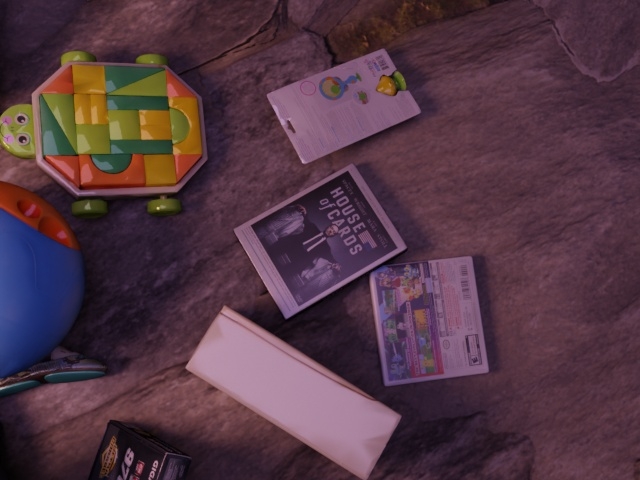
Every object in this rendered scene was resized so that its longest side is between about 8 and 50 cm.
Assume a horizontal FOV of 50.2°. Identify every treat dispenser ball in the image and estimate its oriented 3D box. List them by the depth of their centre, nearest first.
[{"bbox_3d":[-0.484,0.055,0.968,0.288,0.288,0.288,1,82,-6],"label":"treat dispenser ball"}]

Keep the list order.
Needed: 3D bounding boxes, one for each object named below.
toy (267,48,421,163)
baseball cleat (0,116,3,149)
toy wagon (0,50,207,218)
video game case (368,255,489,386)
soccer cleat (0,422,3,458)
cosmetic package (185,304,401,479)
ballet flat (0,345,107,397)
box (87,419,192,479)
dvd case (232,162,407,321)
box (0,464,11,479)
[{"bbox_3d":[0.040,-0.228,1.184,0.237,0.056,0.137,-26,82,-14],"label":"toy"},{"bbox_3d":[-0.565,-0.198,1.108,0.205,0.072,0.110,-7,76,-11],"label":"baseball cleat"},{"bbox_3d":[-0.358,-0.171,1.096,0.344,0.068,0.267,-4,81,-23],"label":"toy wagon"},{"bbox_3d":[0.183,0.135,1.163,0.183,0.023,0.201,-6,83,-7],"label":"video game case"},{"bbox_3d":[-0.532,0.352,1.016,0.116,0.108,0.318,-17,86,-4],"label":"soccer cleat"},{"bbox_3d":[-0.045,0.230,1.056,0.309,0.160,0.113,31,79,-2],"label":"cosmetic package"},{"bbox_3d":[-0.432,0.197,1.070,0.188,0.070,0.070,-9,83,-11],"label":"ballet flat"},{"bbox_3d":[-0.288,0.395,1.003,0.051,0.175,0.220,27,77,-42],"label":"box"},{"bbox_3d":[0.000,0.000,1.149,0.238,0.029,0.179,-30,78,-8],"label":"dvd case"},{"bbox_3d":[-0.542,0.576,0.808,0.471,0.297,0.480,-24,109,-8],"label":"box"}]
